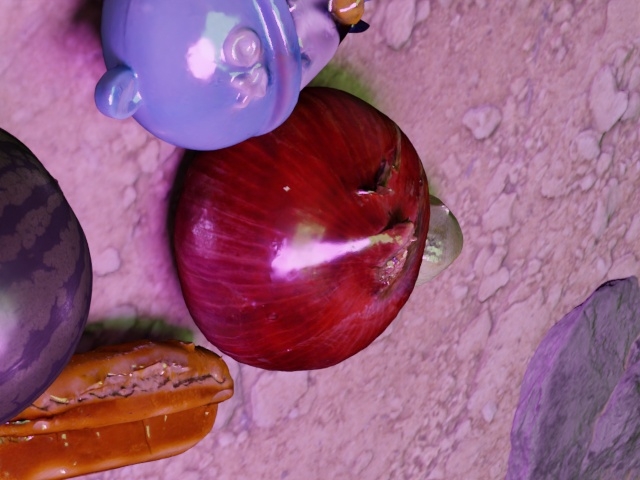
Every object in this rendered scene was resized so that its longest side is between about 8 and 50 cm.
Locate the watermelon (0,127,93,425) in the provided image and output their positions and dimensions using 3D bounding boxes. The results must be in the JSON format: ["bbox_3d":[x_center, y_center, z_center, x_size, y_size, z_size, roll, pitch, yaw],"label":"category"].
[{"bbox_3d":[-0.247,0.025,0.998,0.212,0.212,0.212,-29,134,-34],"label":"watermelon"}]

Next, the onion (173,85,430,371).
[{"bbox_3d":[-0.009,-0.001,1.311,0.248,0.161,0.248,-13,128,-18],"label":"onion"}]

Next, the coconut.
[{"bbox_3d":[0.085,-0.003,1.466,0.088,0.087,0.096,-8,150,-47],"label":"coconut"}]

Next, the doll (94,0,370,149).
[{"bbox_3d":[-0.040,-0.172,1.155,0.314,0.141,0.177,-39,136,-30],"label":"doll"}]

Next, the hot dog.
[{"bbox_3d":[-0.174,0.128,1.253,0.269,0.072,0.115,-1,140,-49],"label":"hot dog"}]
